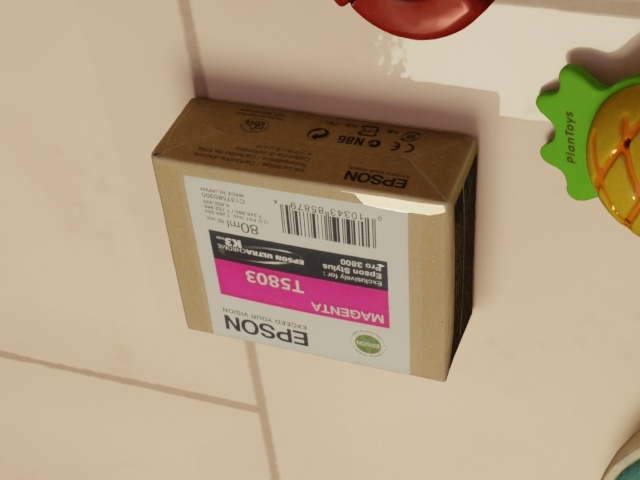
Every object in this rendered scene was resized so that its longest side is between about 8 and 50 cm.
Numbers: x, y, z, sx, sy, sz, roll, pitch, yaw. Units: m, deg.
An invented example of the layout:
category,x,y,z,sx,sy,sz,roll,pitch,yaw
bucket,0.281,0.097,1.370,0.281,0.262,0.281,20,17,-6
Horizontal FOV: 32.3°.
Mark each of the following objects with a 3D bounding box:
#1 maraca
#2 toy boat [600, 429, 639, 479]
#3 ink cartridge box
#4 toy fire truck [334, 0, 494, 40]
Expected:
category,x,y,z,sx,sy,sz,roll,pitch,yaw
maraca,0.219,-0.054,0.718,0.186,0.099,0.127,23,134,41
toy boat,0.381,0.261,0.896,0.318,0.148,0.267,17,136,10
ink cartridge box,0.000,0.000,0.874,0.235,0.088,0.193,9,133,17
toy fire truck,0.126,-0.187,0.615,0.246,0.158,0.217,47,133,-6
